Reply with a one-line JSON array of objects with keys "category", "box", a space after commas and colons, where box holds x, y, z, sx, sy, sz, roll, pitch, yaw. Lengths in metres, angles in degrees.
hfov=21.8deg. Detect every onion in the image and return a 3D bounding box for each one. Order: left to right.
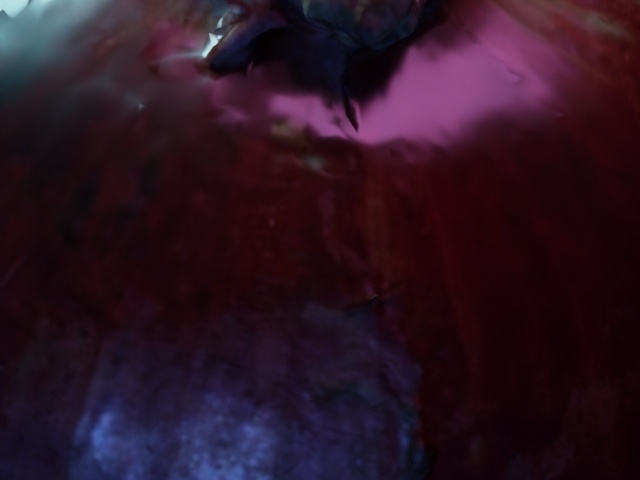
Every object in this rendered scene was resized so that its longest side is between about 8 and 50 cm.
[{"category": "onion", "box": [-0.003, 0.007, 0.572, 0.341, 0.341, 0.341, 12, 15, -3]}]
